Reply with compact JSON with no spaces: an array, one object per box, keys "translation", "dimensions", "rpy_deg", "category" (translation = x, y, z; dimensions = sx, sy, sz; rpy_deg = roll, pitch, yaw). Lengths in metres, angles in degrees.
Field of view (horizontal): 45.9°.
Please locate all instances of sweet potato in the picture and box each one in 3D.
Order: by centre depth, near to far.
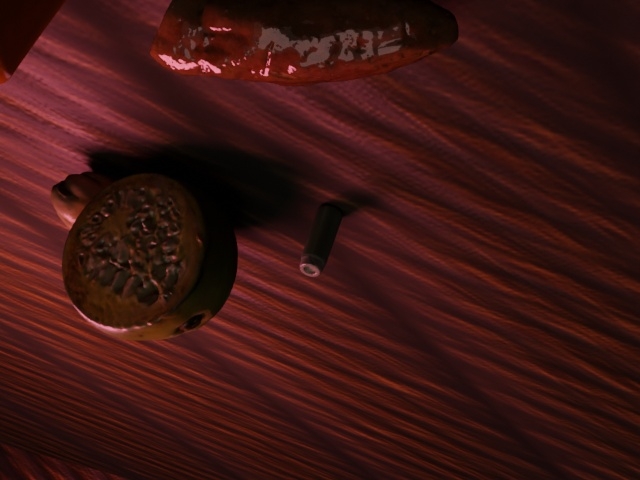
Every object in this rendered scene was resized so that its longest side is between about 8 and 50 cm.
[{"translation":[-0.017,-0.172,0.607],"dimensions":[0.251,0.097,0.097],"rpy_deg":[2,143,16],"category":"sweet potato"}]

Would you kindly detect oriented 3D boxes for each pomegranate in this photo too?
[{"translation":[-0.210,0.022,0.890],"dimensions":[0.240,0.190,0.159],"rpy_deg":[8,169,14],"category":"pomegranate"}]

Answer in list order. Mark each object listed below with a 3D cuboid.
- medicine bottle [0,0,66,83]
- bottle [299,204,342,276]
[{"translation":[-0.277,-0.201,0.567],"dimensions":[0.111,0.222,0.149],"rpy_deg":[19,146,-1],"category":"medicine bottle"},{"translation":[0.000,0.000,0.838],"dimensions":[0.030,0.083,0.030],"rpy_deg":[13,145,9],"category":"bottle"}]
